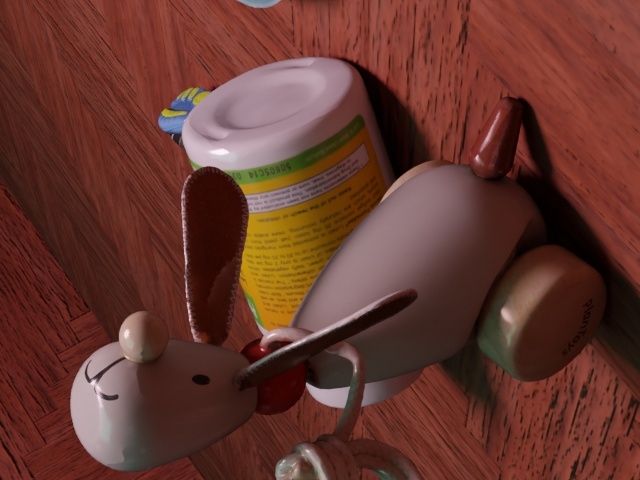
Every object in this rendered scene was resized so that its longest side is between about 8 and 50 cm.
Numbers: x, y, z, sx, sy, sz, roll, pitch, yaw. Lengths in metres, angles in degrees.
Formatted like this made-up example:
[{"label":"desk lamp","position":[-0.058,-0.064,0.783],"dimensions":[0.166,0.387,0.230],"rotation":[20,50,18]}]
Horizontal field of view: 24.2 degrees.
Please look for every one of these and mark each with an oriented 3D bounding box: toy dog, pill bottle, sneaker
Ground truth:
[{"label":"toy dog","position":[0.025,0.017,0.856],"dimensions":[0.220,0.334,0.161],"rotation":[21,127,26]},{"label":"pill bottle","position":[0.000,0.000,1.111],"dimensions":[0.136,0.136,0.245],"rotation":[34,149,56]},{"label":"sneaker","position":[-0.082,-0.093,1.351],"dimensions":[0.078,0.067,0.188],"rotation":[45,170,-27]}]

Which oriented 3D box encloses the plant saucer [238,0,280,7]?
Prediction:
[{"label":"plant saucer","position":[-0.088,-0.312,1.017],"dimensions":[0.317,0.044,0.317],"rotation":[51,160,26]}]
